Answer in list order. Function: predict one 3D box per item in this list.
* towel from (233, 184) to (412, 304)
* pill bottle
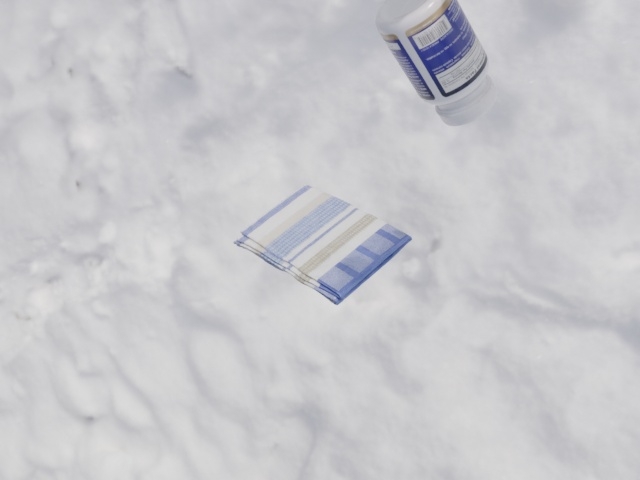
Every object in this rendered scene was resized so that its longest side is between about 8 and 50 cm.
[{"bbox_3d":[0.000,0.000,1.475,0.285,0.209,0.034,28,145,36],"label":"towel"},{"bbox_3d":[0.230,-0.356,1.506,0.153,0.153,0.264,1,140,45],"label":"pill bottle"}]
